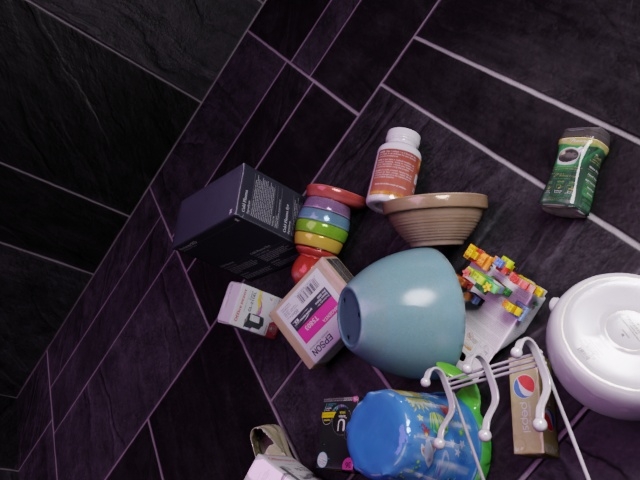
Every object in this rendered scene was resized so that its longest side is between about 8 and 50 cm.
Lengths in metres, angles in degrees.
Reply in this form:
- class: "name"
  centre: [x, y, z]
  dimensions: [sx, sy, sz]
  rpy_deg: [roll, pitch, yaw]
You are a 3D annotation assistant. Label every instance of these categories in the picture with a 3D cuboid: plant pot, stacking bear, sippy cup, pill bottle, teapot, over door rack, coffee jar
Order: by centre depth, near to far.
- class: "teapot"
  centre: [0.493, 0.194, 1.000]
  dimensions: [0.252, 0.187, 0.256]
  rpy_deg: [11, 56, 22]
- class: "over door rack"
  centre: [0.318, 0.346, 1.015]
  dimensions: [0.239, 0.108, 0.324]
  rpy_deg: [-34, 79, 49]
- class: "sippy cup"
  centre: [0.180, 0.399, 1.212]
  dimensions: [0.240, 0.224, 0.306]
  rpy_deg: [-16, 57, 44]
- class: "coffee jar"
  centre: [0.520, -0.142, 1.242]
  dimensions: [0.096, 0.079, 0.185]
  rpy_deg: [11, 79, 56]
- class: "plant pot"
  centre: [0.150, 0.162, 1.317]
  dimensions: [0.290, 0.195, 0.290]
  rpy_deg: [179, 90, -69]
- class: "plant pot"
  centre: [0.262, -0.039, 1.390]
  dimensions: [0.237, 0.237, 0.110]
  rpy_deg: [-6, 85, 49]
- class: "pill bottle"
  centre: [0.200, -0.183, 1.617]
  dimensions: [0.121, 0.121, 0.216]
  rpy_deg: [-4, 67, 49]
- class: "stacking bear"
  centre: [0.000, 0.000, 1.730]
  dimensions: [0.175, 0.164, 0.289]
  rpy_deg: [6, 78, 52]

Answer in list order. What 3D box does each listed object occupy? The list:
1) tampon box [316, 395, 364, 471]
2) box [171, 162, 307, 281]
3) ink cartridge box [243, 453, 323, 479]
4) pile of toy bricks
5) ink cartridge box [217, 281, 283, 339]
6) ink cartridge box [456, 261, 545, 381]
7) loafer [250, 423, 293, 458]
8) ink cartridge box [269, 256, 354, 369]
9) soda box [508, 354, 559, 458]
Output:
- class: "tampon box"
  centre: [0.072, 0.451, 1.410]
  dimensions: [0.120, 0.101, 0.161]
  rpy_deg: [-19, 56, 44]
- class: "box"
  centre: [-0.228, -0.043, 1.890]
  dimensions: [0.343, 0.312, 0.179]
  rpy_deg: [-23, 53, 41]
- class: "ink cartridge box"
  centre: [-0.048, 0.581, 1.382]
  dimensions: [0.217, 0.158, 0.092]
  rpy_deg: [22, 82, 34]
- class: "pile of toy bricks"
  centre: [0.332, 0.079, 1.228]
  dimensions: [0.118, 0.105, 0.212]
  rpy_deg: [-61, 37, 10]
- class: "ink cartridge box"
  centre: [-0.202, 0.211, 1.822]
  dimensions: [0.072, 0.175, 0.128]
  rpy_deg: [3, 72, 51]
- class: "ink cartridge box"
  centre: [0.345, 0.167, 1.301]
  dimensions: [0.181, 0.056, 0.225]
  rpy_deg: [42, 108, 52]
- class: "loafer"
  centre: [-0.119, 0.584, 1.570]
  dimensions: [0.102, 0.092, 0.268]
  rpy_deg: [-55, 38, 12]
- class: "ink cartridge box"
  centre: [0.007, 0.188, 1.596]
  dimensions: [0.235, 0.088, 0.193]
  rpy_deg: [-48, 67, 19]
- class: "soda box"
  centre: [0.398, 0.310, 1.140]
  dimensions: [0.061, 0.058, 0.181]
  rpy_deg: [-21, 54, 42]
